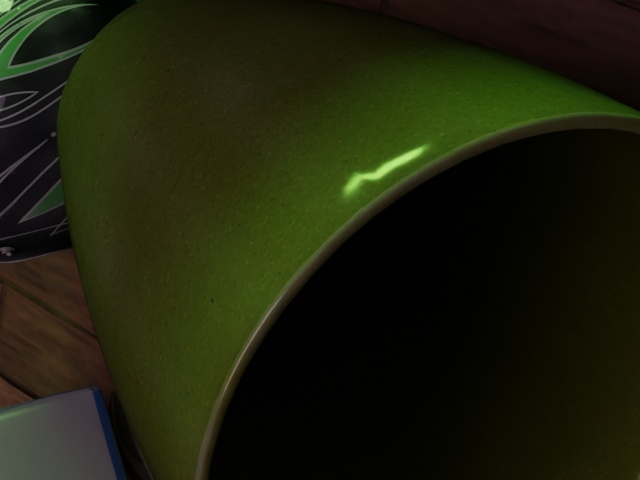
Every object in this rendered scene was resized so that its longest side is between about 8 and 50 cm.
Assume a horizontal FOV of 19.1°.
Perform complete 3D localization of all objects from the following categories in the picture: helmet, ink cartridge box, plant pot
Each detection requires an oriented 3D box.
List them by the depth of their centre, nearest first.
[{"bbox_3d":[0.000,0.000,0.882,0.293,0.275,0.274,45,126,46],"label":"plant pot"},{"bbox_3d":[-0.156,-0.073,1.044,0.169,0.161,0.169,10,105,40],"label":"helmet"},{"bbox_3d":[-0.161,0.164,1.098,0.191,0.082,0.139,154,100,-73],"label":"ink cartridge box"}]

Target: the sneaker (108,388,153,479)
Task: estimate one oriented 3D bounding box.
[{"bbox_3d":[-0.056,0.166,1.070,0.093,0.088,0.225,-27,79,62],"label":"sneaker"}]
